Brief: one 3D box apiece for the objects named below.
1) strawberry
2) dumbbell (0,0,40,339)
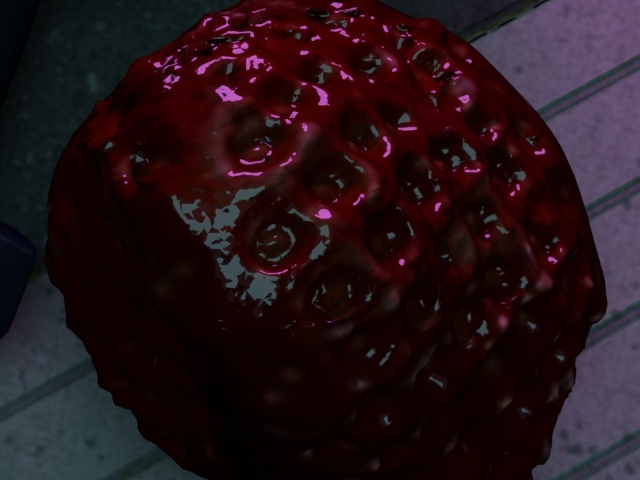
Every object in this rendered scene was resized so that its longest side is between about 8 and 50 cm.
[{"bbox_3d":[0.000,0.000,0.958,0.295,0.345,0.317,-8,80,3],"label":"strawberry"},{"bbox_3d":[-0.205,-0.103,1.072,0.144,0.160,0.324,23,78,-28],"label":"dumbbell"}]
